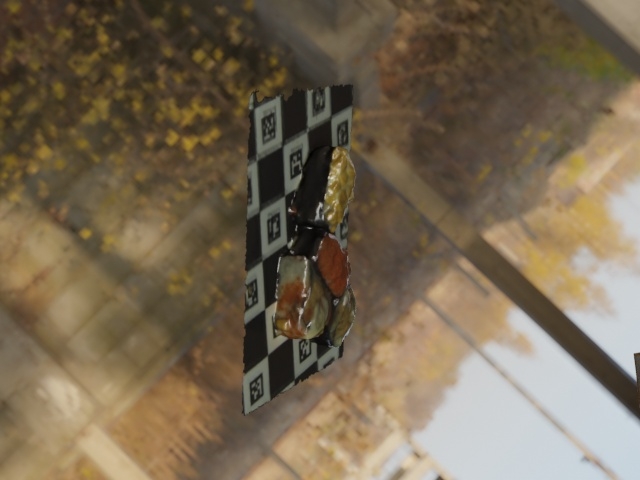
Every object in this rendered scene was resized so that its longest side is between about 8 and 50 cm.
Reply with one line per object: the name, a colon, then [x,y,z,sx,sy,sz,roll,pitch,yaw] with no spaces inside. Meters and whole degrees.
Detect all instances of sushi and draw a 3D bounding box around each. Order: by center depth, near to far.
sushi: [0.000,0.000,0.821,0.139,0.031,0.201,-23,118,-59]

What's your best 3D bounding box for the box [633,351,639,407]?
box: [0.208,0.080,0.734,0.012,0.046,0.083,2,167,-24]
